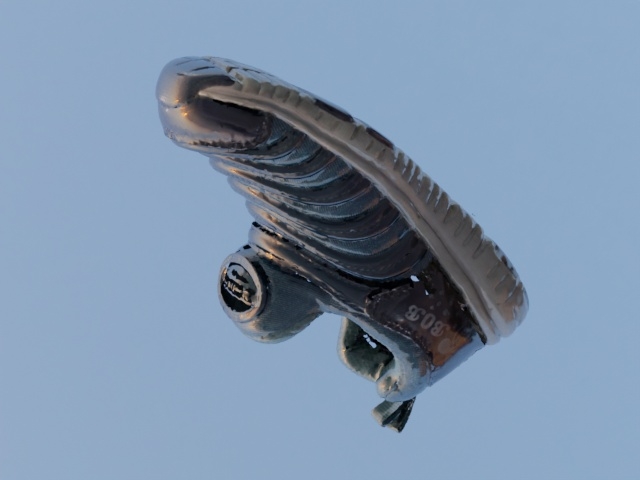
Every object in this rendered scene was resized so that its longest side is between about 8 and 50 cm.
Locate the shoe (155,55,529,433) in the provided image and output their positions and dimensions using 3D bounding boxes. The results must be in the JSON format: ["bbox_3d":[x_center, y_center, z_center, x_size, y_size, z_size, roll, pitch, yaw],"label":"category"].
[{"bbox_3d":[0.000,0.000,0.707,0.106,0.091,0.207,-47,-61,-5],"label":"shoe"}]
